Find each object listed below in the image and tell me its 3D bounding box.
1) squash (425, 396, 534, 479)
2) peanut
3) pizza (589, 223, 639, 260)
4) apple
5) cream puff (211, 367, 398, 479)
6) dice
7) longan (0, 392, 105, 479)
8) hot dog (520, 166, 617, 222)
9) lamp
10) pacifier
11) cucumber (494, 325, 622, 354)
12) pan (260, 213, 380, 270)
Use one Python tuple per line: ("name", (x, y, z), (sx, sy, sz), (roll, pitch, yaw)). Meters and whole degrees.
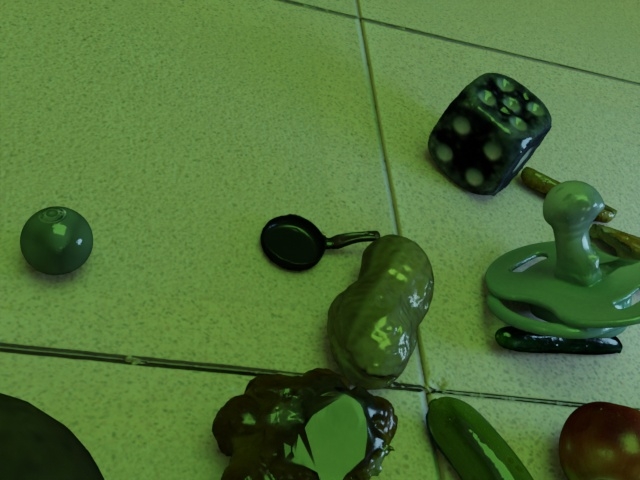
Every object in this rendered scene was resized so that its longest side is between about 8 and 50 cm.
("squash", (0.268, 0.364, 1.191), (0.095, 0.094, 0.340), (-14, 57, -32))
("peanut", (0.101, 0.104, 1.319), (0.149, 0.149, 0.313), (29, 46, 3))
("pizza", (0.633, 0.041, 1.649), (0.204, 0.080, 0.188), (21, 22, 8))
("apple", (0.450, 0.319, 1.263), (0.164, 0.163, 0.139), (21, 57, -5))
("cream puff", (-0.017, 0.275, 1.103), (0.269, 0.154, 0.241), (-8, 54, -26))
("dice", (0.340, -0.214, 1.662), (0.183, 0.182, 0.181), (42, 47, 13))
("longan", (-0.378, 0.328, 0.775), (0.405, 0.336, 0.404), (16, 54, -23))
("hot dog", (0.517, -0.090, 1.725), (0.216, 0.047, 0.066), (26, 9, -1))
("lamp", (-0.389, -0.001, 1.218), (0.105, 0.105, 0.105), (12, 47, -13))
("pacifier", (0.426, 0.030, 1.406), (0.288, 0.269, 0.343), (-27, 25, -30))
("cucumber", (0.422, 0.174, 1.450), (0.285, 0.056, 0.056), (6, 49, -24))
("pan", (0.000, 0.002, 1.424), (0.212, 0.040, 0.114), (-2, 51, -16))
